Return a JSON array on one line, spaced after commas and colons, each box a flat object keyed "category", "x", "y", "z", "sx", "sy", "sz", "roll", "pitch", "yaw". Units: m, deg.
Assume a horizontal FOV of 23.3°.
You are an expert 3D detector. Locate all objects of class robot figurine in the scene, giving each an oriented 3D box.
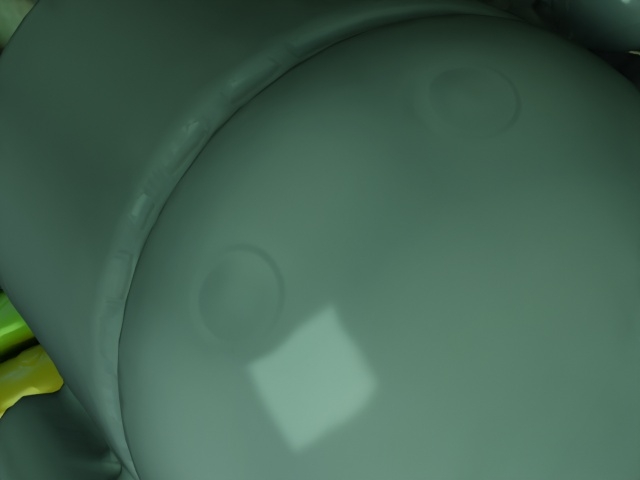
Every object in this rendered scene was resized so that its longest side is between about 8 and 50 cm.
[{"category": "robot figurine", "x": 0.000, "y": 0.000, "z": 0.547, "sx": 0.200, "sy": 0.353, "sz": 0.300, "roll": 37, "pitch": 92, "yaw": -34}]

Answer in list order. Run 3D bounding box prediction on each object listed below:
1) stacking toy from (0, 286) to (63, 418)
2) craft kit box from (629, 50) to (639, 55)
[{"category": "stacking toy", "x": -0.131, "y": 0.041, "z": 0.742, "sx": 0.175, "sy": 0.166, "sz": 0.301, "roll": -25, "pitch": 85, "yaw": 3}, {"category": "craft kit box", "x": 0.212, "y": -0.169, "z": 0.539, "sx": 0.247, "sy": 0.061, "sz": 0.249, "roll": 13, "pitch": 119, "yaw": 14}]
